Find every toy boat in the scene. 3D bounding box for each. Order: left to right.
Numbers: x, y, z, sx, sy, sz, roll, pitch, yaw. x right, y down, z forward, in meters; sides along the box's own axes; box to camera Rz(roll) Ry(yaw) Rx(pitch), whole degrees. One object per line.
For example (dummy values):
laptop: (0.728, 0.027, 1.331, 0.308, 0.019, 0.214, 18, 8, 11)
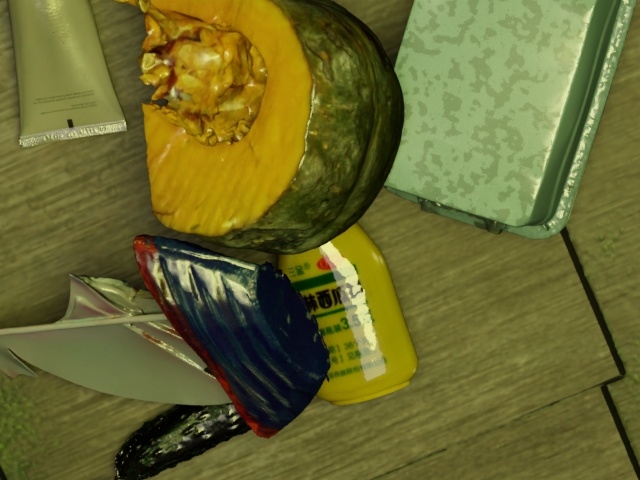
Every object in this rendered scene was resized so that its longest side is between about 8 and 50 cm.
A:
toy boat: (-0.126, 0.095, 1.242, 0.219, 0.072, 0.318, 37, 138, -23)

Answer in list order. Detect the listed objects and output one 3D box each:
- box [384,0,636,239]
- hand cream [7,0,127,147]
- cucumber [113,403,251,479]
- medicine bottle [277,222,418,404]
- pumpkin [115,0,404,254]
box: (0.131, -0.118, 1.219, 0.162, 0.130, 0.227, 19, 102, 14)
hand cream: (-0.210, -0.169, 1.267, 0.087, 0.054, 0.186, -9, 106, -1)
cucumber: (-0.094, 0.149, 1.319, 0.181, 0.053, 0.053, -30, 98, 8)
medicine bottle: (0.000, 0.000, 1.280, 0.095, 0.064, 0.261, -16, 95, 26)
pumpkin: (-0.072, -0.108, 1.181, 0.280, 0.139, 0.190, 33, 111, 32)
